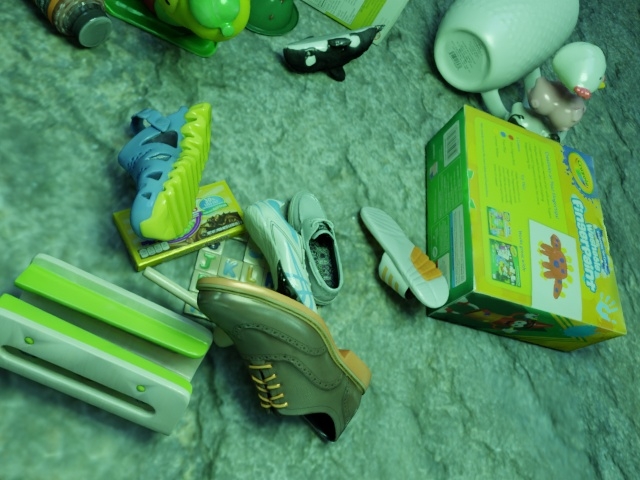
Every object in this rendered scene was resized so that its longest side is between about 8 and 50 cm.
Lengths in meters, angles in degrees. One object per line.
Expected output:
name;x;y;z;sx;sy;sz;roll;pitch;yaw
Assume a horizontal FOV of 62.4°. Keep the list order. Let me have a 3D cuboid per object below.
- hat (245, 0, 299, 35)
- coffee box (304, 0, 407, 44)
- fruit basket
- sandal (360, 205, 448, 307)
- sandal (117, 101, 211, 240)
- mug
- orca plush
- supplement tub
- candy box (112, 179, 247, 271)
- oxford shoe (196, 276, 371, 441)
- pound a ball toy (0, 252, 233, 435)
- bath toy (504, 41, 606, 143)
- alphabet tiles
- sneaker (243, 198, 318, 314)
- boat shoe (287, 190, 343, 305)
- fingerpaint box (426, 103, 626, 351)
hat;-0.092;-0.588;1.167;0.173;0.183;0.208;42;55;-1
coffee box;0.112;-0.768;1.266;0.334;0.338;0.338;26;56;-12
fruit basket;-0.241;-0.505;0.941;0.282;0.392;0.392;22;58;-15
sandal;0.151;0.042;1.041;0.101;0.076;0.265;1;43;-39
sandal;-0.266;-0.120;0.867;0.138;0.126;0.318;6;41;-6
mug;0.474;-0.494;1.374;0.328;0.276;0.374;-41;117;-27
orca plush;0.036;-0.426;1.231;0.151;0.102;0.287;12;33;32
supplement tub;-0.468;-0.450;0.960;0.198;0.106;0.106;49;55;5
candy box;-0.234;-0.030;0.902;0.205;0.027;0.105;-23;71;-30
oxford shoe;-0.051;0.179;0.764;0.363;0.129;0.133;44;56;-33
pound a ball toy;-0.278;0.141;0.758;0.319;0.136;0.208;27;31;-11
bath toy;0.542;-0.297;1.233;0.151;0.348;0.129;3;64;-8
alphabet tiles;-0.104;0.066;0.934;0.237;0.009;0.199;17;59;-17
sneaker;-0.052;0.037;0.907;0.086;0.085;0.237;-22;86;-29
boat shoe;-0.001;0.001;0.963;0.079;0.081;0.228;-1;66;-27
fingerpaint box;0.425;-0.022;1.146;0.370;0.163;0.445;15;60;-18
